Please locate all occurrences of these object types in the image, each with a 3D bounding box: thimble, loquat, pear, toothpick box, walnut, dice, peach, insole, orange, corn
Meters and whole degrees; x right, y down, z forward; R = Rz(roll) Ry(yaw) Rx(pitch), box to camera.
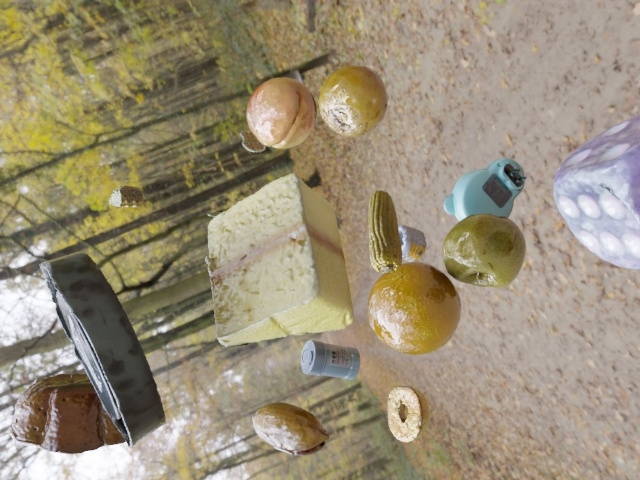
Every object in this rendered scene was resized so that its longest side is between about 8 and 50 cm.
[{"bbox_3d":[0.370,0.011,2.261,0.151,0.117,0.127,-101,33,-56],"label":"thimble"},{"bbox_3d":[0.108,-0.450,1.735,0.235,0.235,0.235,157,90,-86],"label":"loquat"},{"bbox_3d":[0.467,0.020,1.528,0.188,0.228,0.211,120,168,-66],"label":"pear"},{"bbox_3d":[0.030,0.359,1.600,0.101,0.153,0.101,-42,41,51],"label":"toothpick box"},{"bbox_3d":[-0.089,0.542,1.537,0.137,0.245,0.137,-29,-56,-56],"label":"walnut"},{"bbox_3d":[0.723,-0.114,1.197,0.270,0.271,0.270,54,174,-8],"label":"dice"},{"bbox_3d":[-0.095,-0.323,1.347,0.184,0.184,0.184,157,90,-86],"label":"peach"},{"bbox_3d":[-0.204,-0.296,1.587,0.193,0.065,0.006,-118,27,-57],"label":"insole"},{"bbox_3d":[0.269,0.197,1.535,0.274,0.274,0.274,157,90,-86],"label":"orange"},{"bbox_3d":[0.159,-0.024,1.328,0.080,0.080,0.231,72,-165,-53],"label":"corn"}]

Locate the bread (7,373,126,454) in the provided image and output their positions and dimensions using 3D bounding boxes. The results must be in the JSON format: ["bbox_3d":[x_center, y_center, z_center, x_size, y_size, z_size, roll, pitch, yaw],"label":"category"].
[{"bbox_3d":[-0.493,0.350,1.092,0.232,0.246,0.135,173,98,-66],"label":"bread"}]

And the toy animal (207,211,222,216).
[{"bbox_3d":[-0.165,-0.049,1.271,0.217,0.075,0.041,30,178,-41],"label":"toy animal"}]

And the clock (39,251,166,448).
[{"bbox_3d":[-0.351,0.173,0.859,0.325,0.067,0.325,37,140,38],"label":"clock"}]

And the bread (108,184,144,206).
[{"bbox_3d":[-0.552,-0.127,1.527,0.066,0.060,0.110,38,-163,14],"label":"bread"}]

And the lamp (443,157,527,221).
[{"bbox_3d":[0.562,-0.154,1.789,0.209,0.284,0.147,45,-169,-13],"label":"lamp"}]

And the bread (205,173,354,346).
[{"bbox_3d":[-0.079,0.053,0.967,0.198,0.236,0.263,40,-147,-52],"label":"bread"}]

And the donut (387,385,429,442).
[{"bbox_3d":[0.293,0.572,1.768,0.162,0.065,0.178,-6,77,52],"label":"donut"}]
